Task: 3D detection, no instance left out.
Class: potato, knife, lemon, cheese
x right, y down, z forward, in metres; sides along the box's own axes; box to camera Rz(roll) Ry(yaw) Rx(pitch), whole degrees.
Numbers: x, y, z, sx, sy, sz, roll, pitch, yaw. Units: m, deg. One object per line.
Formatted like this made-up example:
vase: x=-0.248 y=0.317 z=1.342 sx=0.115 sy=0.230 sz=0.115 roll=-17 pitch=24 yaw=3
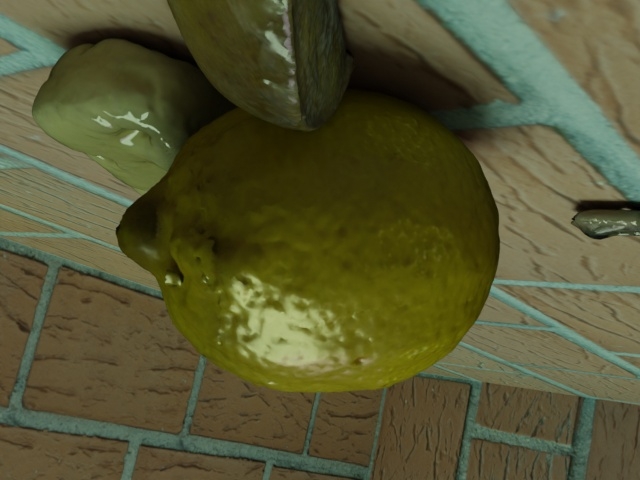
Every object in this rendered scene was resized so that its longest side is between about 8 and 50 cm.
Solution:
potato: x=-0.050 y=-0.132 z=0.490 sx=0.120 sy=0.100 sz=0.261 roll=10 pitch=167 yaw=9
knife: x=0.410 y=-0.002 z=0.758 sx=0.365 sy=0.043 sz=0.089 roll=4 pitch=164 yaw=34
lemon: x=0.000 y=0.000 z=0.664 sx=0.319 sy=0.246 sz=0.245 roll=0 pitch=173 yaw=-21
cheese: x=-0.147 y=-0.096 z=0.771 sx=0.159 sy=0.093 sz=0.263 roll=7 pitch=166 yaw=18
